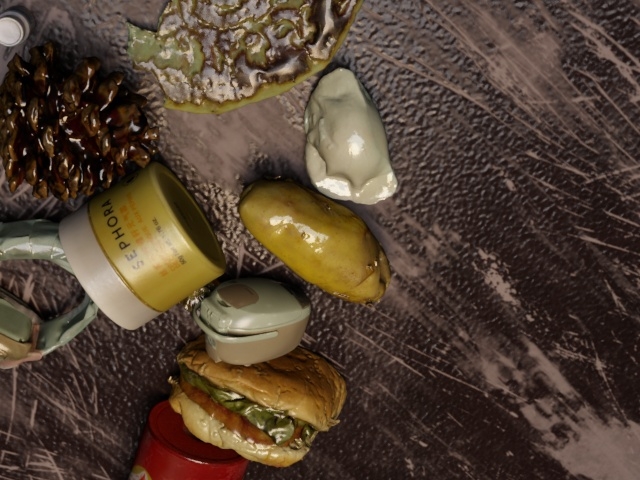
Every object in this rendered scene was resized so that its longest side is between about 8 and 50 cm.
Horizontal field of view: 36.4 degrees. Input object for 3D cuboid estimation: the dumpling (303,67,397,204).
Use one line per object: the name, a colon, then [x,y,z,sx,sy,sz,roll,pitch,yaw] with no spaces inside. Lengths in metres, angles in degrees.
dumpling: [0.036,-0.164,1.601,0.151,0.124,0.228,-14,96,23]

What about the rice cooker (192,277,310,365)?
rice cooker: [-0.115,0.138,1.678,0.206,0.145,0.127,-15,124,-32]

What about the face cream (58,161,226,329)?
face cream: [-0.284,0.007,1.577,0.179,0.218,0.218,-32,112,6]

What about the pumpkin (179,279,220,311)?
pumpkin: [-0.224,0.080,1.703,0.074,0.054,0.083,-35,120,10]

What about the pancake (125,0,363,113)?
pancake: [-0.108,-0.371,1.537,0.305,0.067,0.426,33,107,-10]

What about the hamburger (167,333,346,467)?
hamburger: [-0.097,0.288,1.721,0.330,0.209,0.162,17,110,-15]

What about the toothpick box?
toothpick box: [-0.264,0.482,1.785,0.204,0.204,0.333,17,110,-12]

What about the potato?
potato: [0.000,0.000,1.630,0.300,0.173,0.140,36,83,-18]

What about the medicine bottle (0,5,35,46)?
medicine bottle: [-0.470,-0.327,1.489,0.052,0.089,0.052,-2,113,-5]

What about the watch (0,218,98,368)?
watch: [-0.491,0.074,1.608,0.253,0.161,0.241,34,108,-24]

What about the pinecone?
pinecone: [-0.387,-0.180,1.492,0.257,0.243,0.243,-10,119,-42]
